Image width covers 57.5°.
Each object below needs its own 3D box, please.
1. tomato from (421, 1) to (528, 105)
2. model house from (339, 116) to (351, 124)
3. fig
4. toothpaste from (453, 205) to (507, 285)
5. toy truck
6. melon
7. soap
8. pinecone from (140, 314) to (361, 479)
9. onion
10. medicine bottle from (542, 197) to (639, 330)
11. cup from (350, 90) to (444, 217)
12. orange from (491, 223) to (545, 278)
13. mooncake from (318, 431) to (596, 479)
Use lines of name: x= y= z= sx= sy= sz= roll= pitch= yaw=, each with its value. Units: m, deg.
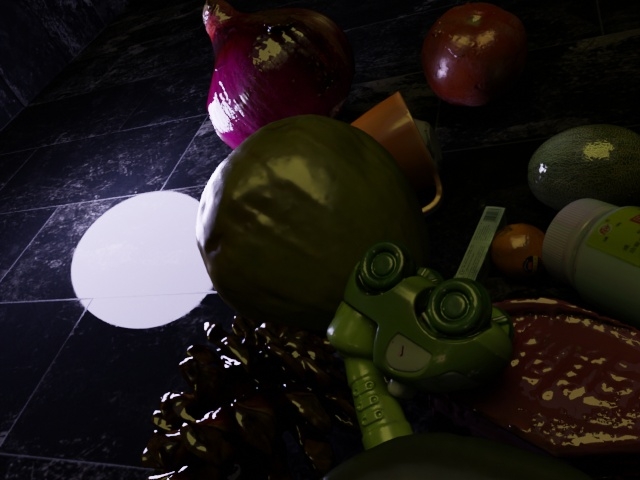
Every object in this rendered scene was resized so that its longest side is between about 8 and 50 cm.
tomato: x=0.306 y=-0.362 z=1.167 sx=0.208 sy=0.184 sz=0.208 roll=-7 pitch=50 yaw=9
model house: x=0.044 y=-0.227 z=1.271 sx=0.058 sy=0.057 sz=0.083 roll=-40 pitch=55 yaw=24
fig: x=0.004 y=-0.006 z=0.853 sx=0.343 sy=0.343 sz=0.343 roll=-15 pitch=40 yaw=13
toothpaste: x=0.247 y=0.016 z=0.891 sx=0.034 sy=0.046 sz=0.164 roll=9 pitch=50 yaw=32
toy truck: x=0.090 y=0.110 z=0.643 sx=0.210 sy=0.148 sz=0.187 roll=-45 pitch=54 yaw=9
melon: x=0.406 y=-0.103 z=0.864 sx=0.192 sy=0.139 sz=0.139 roll=0 pitch=45 yaw=35
soap: x=0.278 y=0.171 z=0.658 sx=0.289 sy=0.112 sz=0.182 roll=21 pitch=63 yaw=40
pinecone: x=-0.086 y=0.218 z=0.702 sx=0.309 sy=0.244 sz=0.244 roll=-50 pitch=42 yaw=-2
onion: x=-0.124 y=-0.376 z=1.260 sx=0.348 sy=0.385 sz=0.348 roll=-44 pitch=4 yaw=3
medicine bottle: x=0.393 y=0.036 z=0.701 sx=0.139 sy=0.139 sz=0.225 roll=-34 pitch=28 yaw=-10
cup: x=0.094 y=-0.121 z=1.054 sx=0.264 sy=0.182 sz=0.226 roll=-25 pitch=70 yaw=12
orange: x=0.289 y=0.015 z=0.844 sx=0.083 sy=0.083 sz=0.083 roll=-15 pitch=40 yaw=13
mooncake: x=0.122 y=0.348 z=0.481 sx=0.356 sy=0.194 sz=0.356 roll=-12 pitch=40 yaw=10
